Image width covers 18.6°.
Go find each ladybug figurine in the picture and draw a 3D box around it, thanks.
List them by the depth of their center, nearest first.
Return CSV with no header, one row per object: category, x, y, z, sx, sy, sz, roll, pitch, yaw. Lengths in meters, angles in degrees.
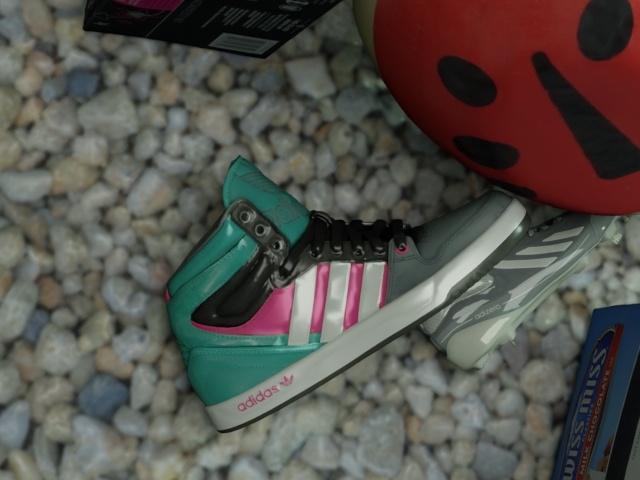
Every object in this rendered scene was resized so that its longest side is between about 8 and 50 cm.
ladybug figurine,0.193,-0.139,1.452,0.305,0.449,0.162,-21,62,23

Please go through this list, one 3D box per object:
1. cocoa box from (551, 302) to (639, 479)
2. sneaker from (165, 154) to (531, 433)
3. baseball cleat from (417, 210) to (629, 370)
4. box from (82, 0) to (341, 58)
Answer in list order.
cocoa box,0.385,0.200,1.557,0.347,0.228,0.231,17,83,-13
sneaker,0.000,0.000,1.514,0.295,0.124,0.178,-32,96,0
baseball cleat,0.159,0.009,1.600,0.109,0.072,0.206,45,71,0
box,-0.075,-0.237,1.468,0.163,0.247,0.142,8,83,-15
